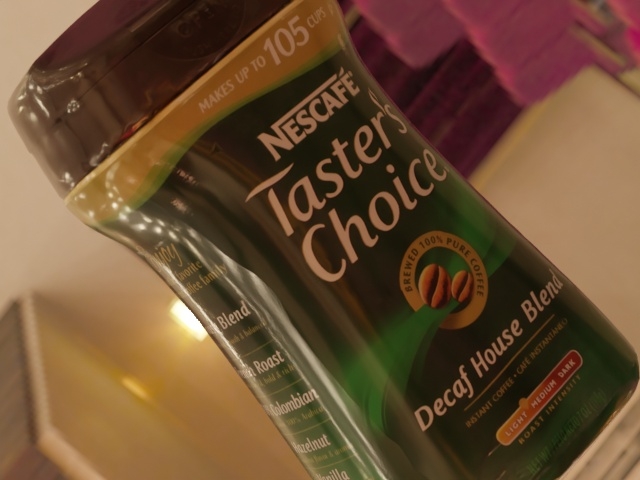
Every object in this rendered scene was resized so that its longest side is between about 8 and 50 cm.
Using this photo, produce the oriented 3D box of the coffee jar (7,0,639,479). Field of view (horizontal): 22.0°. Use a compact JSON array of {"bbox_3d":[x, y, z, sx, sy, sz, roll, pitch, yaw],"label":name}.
[{"bbox_3d":[0.000,0.000,0.472,0.184,0.096,0.079,49,157,-6],"label":"coffee jar"}]
